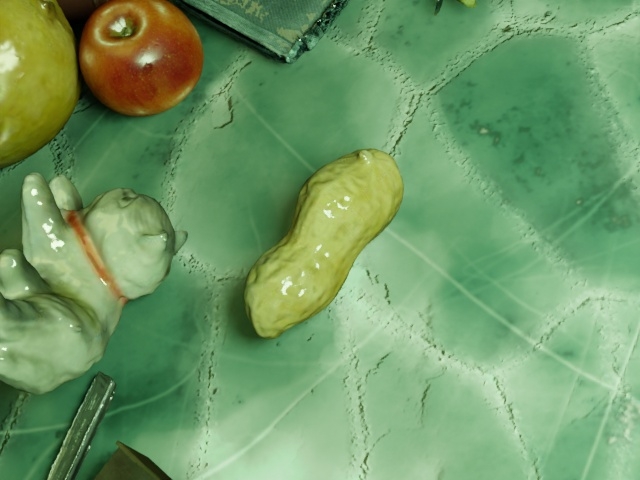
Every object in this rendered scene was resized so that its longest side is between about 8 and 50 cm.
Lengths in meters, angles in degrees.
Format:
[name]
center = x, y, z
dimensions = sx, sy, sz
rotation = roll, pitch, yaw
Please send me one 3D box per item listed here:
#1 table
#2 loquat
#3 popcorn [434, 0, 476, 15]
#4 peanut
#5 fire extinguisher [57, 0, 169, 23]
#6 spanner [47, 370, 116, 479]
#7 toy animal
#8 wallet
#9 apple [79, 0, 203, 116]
[table]
center = -0.210, 0.287, 1.552
dimensions = 0.083, 0.070, 0.082
rotation = 35, 83, 34
[loquat]
center = -0.461, -0.234, 1.847
dimensions = 0.284, 0.276, 0.276
rotation = -30, 54, 11
[popcorn]
center = 0.215, -0.386, 1.716
dimensions = 0.173, 0.168, 0.195
rotation = -7, 97, 8
[peanut]
center = 0.000, 0.000, 1.603
dimensions = 0.263, 0.117, 0.101
rotation = -55, 35, -10
[fire extinguisher]
center = -0.323, -0.372, 1.966
dimensions = 0.337, 0.106, 0.147
rotation = 7, 55, 26
[spanner]
center = -0.316, 0.301, 1.618
dimensions = 0.093, 0.026, 0.325
rotation = 10, 65, 29
[toy animal]
center = -0.277, 0.050, 1.627
dimensions = 0.188, 0.308, 0.266
rotation = 8, 87, 4
[wallet]
center = -0.021, -0.401, 1.870
dimensions = 0.237, 0.075, 0.342
rotation = 30, 74, 27
[apple]
center = -0.238, -0.245, 1.829
dimensions = 0.163, 0.139, 0.163
rotation = -12, 56, 18
